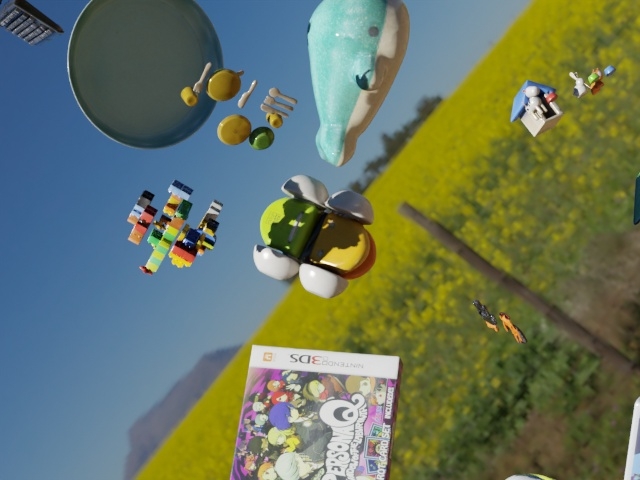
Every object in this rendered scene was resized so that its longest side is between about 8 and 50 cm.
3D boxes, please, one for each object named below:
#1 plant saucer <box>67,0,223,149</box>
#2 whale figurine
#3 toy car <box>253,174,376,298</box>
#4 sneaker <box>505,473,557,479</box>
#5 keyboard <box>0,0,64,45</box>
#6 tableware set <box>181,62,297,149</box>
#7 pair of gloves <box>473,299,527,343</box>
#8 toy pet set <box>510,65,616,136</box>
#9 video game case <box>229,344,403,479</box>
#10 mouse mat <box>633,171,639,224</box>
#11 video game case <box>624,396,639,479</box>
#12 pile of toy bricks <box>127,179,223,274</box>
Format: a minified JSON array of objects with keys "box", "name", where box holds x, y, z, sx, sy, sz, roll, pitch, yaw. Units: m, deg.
[{"box":[-0.333,-0.330,2.236,0.317,0.317,0.044,-51,27,-20],"name":"plant saucer"},{"box":[0.033,-0.251,1.774,0.216,0.141,0.272,-132,61,-75],"name":"whale figurine"},{"box":[0.000,0.000,1.773,0.159,0.182,0.136,-67,-23,-6],"name":"toy car"},{"box":[0.411,0.440,1.920,0.126,0.240,0.091,86,-156,-74],"name":"sneaker"},{"box":[-0.418,-0.307,1.633,0.023,0.108,0.180,-57,21,-11],"name":"keyboard"},{"box":[-0.116,-0.180,1.612,0.104,0.154,0.024,-58,33,22],"name":"tableware set"},{"box":[0.247,0.111,1.624,0.010,0.083,0.074,-49,-46,-12],"name":"pair of gloves"},{"box":[0.305,-0.199,1.561,0.122,0.065,0.114,-24,-19,-29],"name":"toy pet set"},{"box":[-0.006,0.260,1.582,0.042,0.210,0.232,65,-148,-64],"name":"video game case"},{"box":[0.586,-0.131,2.023,0.152,0.007,0.189,-70,5,-48],"name":"mouse mat"},{"box":[0.431,0.287,1.321,0.023,0.183,0.201,-34,-48,-51],"name":"video game case"},{"box":[-0.207,-0.001,1.600,0.105,0.118,0.212,-59,6,17],"name":"pile of toy bricks"}]
